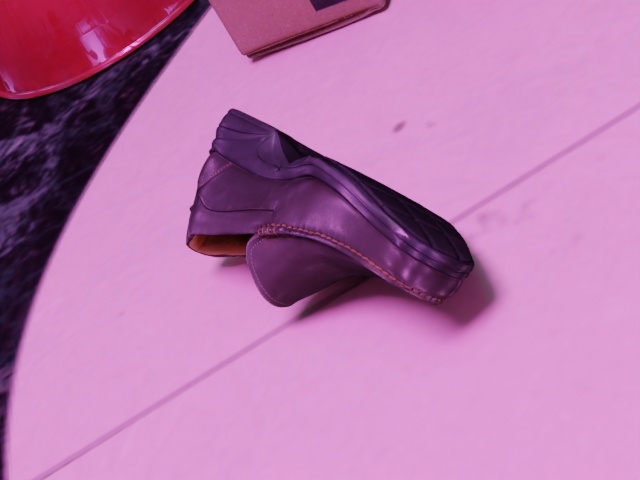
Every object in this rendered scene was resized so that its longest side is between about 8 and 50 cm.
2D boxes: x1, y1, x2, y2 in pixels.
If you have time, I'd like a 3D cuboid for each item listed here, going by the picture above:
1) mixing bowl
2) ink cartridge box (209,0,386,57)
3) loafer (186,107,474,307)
[{"bbox_3d":[-0.145,-0.177,1.038,0.181,0.098,0.181,-25,32,17],"label":"mixing bowl"},{"bbox_3d":[-0.026,-0.242,0.910,0.088,0.193,0.234,-17,36,26],"label":"ink cartridge box"},{"bbox_3d":[0.000,0.000,0.698,0.061,0.062,0.170,-61,29,1],"label":"loafer"}]
